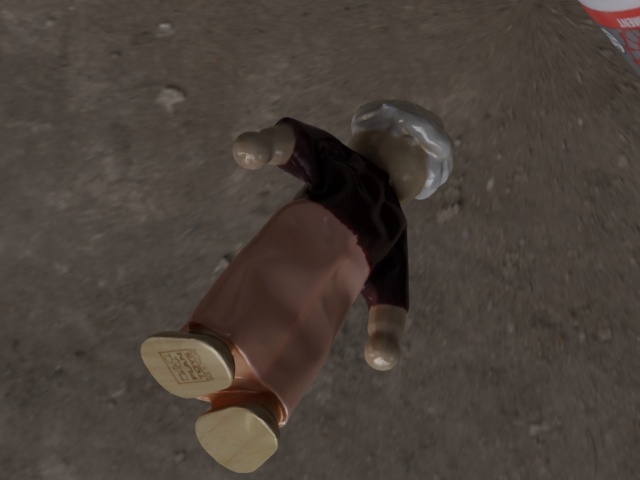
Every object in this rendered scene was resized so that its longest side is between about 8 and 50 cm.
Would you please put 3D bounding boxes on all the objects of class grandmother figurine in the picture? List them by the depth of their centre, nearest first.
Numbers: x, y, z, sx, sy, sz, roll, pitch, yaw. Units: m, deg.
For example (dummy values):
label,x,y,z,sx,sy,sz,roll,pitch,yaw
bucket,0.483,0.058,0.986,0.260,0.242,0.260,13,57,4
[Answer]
label,x,y,z,sx,sy,sz,roll,pitch,yaw
grandmother figurine,0.000,0.000,1.105,0.104,0.342,0.207,-3,123,38

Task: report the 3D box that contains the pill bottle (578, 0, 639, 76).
label,x,y,z,sx,sy,sz,roll,pitch,yaw
pill bottle,0.374,-0.148,1.170,0.210,0.210,0.363,-40,117,12
